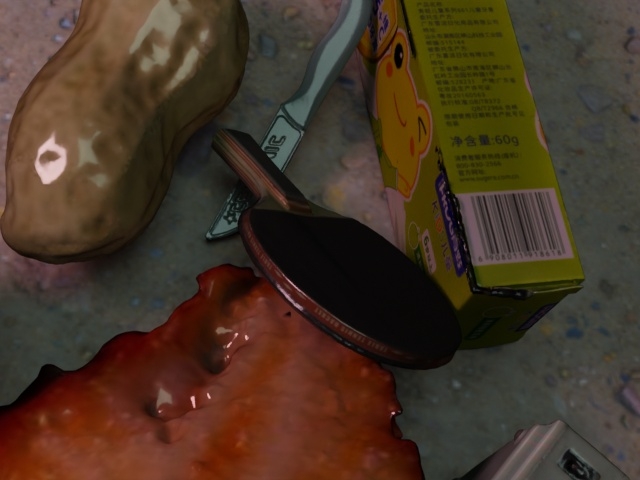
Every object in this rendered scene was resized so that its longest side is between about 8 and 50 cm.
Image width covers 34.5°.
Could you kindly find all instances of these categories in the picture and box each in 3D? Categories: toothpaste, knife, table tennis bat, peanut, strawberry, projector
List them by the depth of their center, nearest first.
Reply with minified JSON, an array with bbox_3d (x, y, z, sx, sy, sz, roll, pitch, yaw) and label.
[{"bbox_3d":[-0.078,0.151,0.539,0.253,0.150,0.280,-4,34,-7],"label":"strawberry"},{"bbox_3d":[0.088,0.168,0.564,0.061,0.147,0.115,40,62,8],"label":"projector"},{"bbox_3d":[0.000,0.000,0.619,0.130,0.019,0.220,5,34,-46],"label":"table tennis bat"},{"bbox_3d":[-0.118,-0.097,0.658,0.124,0.123,0.256,20,62,-4],"label":"peanut"},{"bbox_3d":[-0.018,-0.085,0.707,0.028,0.015,0.210,32,78,-16],"label":"knife"},{"bbox_3d":[0.087,-0.091,0.710,0.077,0.110,0.327,-4,66,-14],"label":"toothpaste"}]
